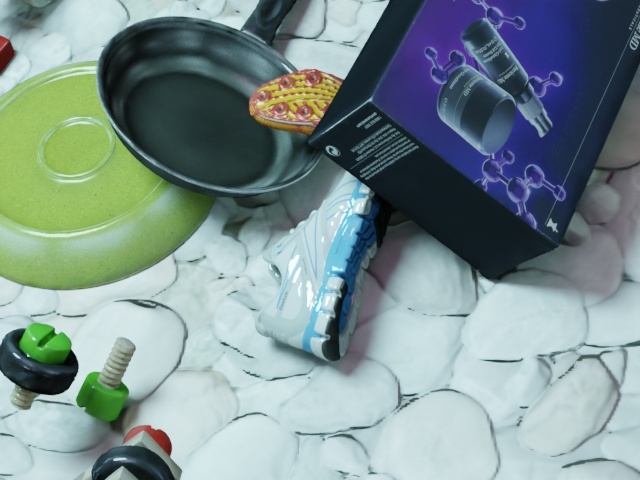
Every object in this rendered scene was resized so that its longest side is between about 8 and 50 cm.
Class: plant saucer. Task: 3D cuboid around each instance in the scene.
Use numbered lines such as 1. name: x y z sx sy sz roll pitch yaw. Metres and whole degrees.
1. plant saucer: -0.201 -0.069 1.206 0.241 0.037 0.241 -3 55 5

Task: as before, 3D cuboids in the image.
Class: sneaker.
1. sneaker: 0.000 0.000 1.113 0.083 0.071 0.191 9 57 21
2. sneaker: 0.028 -0.100 1.169 0.175 0.067 0.064 1 53 -8

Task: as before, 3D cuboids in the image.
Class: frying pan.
1. frying pan: -0.094 -0.155 1.216 0.197 0.053 0.326 12 46 -18

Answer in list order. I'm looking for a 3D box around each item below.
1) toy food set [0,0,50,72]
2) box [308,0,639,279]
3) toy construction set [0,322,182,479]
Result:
1. toy food set: -0.331 -0.214 1.278 0.104 0.111 0.232 22 63 21
2. box: 0.136 -0.132 1.114 0.184 0.103 0.261 37 60 -16
3. toy construction set: -0.233 0.214 0.922 0.257 0.237 0.309 17 20 -32
